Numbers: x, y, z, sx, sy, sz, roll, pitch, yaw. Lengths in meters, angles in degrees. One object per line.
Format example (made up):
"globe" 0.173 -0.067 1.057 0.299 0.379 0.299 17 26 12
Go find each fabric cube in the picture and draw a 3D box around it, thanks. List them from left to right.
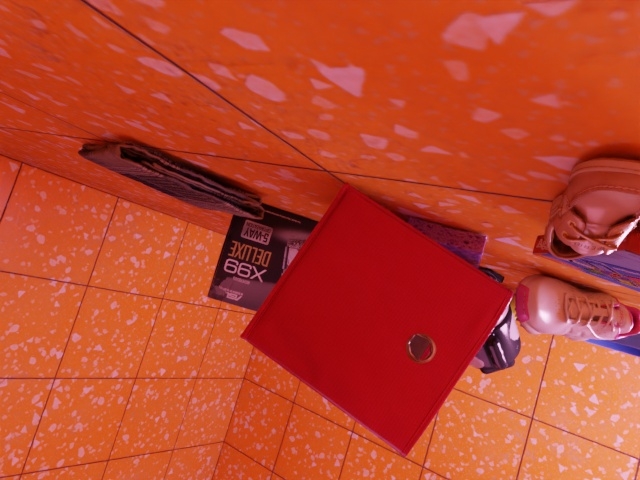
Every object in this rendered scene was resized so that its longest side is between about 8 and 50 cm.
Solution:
"fabric cube" 0.079 0.106 0.718 0.258 0.254 0.259 35 178 7

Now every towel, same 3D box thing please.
"towel" -0.302 -0.129 0.971 0.312 0.056 0.324 25 173 -39

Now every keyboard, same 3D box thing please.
"keyboard" 0.333 0.071 1.113 0.180 0.023 0.108 13 174 43

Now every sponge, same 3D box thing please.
"sponge" 0.213 0.009 0.800 0.117 0.031 0.210 15 174 18

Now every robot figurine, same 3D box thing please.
"robot figurine" 0.453 0.240 1.311 0.209 0.174 0.278 16 140 53

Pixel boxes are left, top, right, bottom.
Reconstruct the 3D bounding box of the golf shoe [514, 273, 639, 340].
"golf shoe" 0.472 0.124 0.866 0.307 0.115 0.140 13 168 -37

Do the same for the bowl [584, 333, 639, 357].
"bowl" 0.774 0.237 1.148 0.392 0.077 0.391 17 174 2

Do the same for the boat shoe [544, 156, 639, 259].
"boat shoe" 0.215 -0.016 0.372 0.063 0.059 0.170 15 175 19

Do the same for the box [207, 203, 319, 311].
"box" -0.081 0.059 1.118 0.308 0.242 0.076 19 175 -9

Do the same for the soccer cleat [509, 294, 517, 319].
"soccer cleat" 0.501 0.191 1.463 0.121 0.093 0.289 22 174 -13

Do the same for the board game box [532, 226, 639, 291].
"board game box" 0.392 0.046 0.500 0.282 0.027 0.145 19 173 -7
